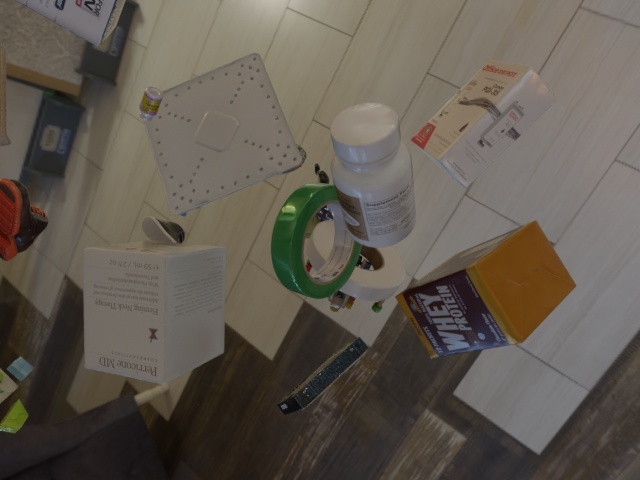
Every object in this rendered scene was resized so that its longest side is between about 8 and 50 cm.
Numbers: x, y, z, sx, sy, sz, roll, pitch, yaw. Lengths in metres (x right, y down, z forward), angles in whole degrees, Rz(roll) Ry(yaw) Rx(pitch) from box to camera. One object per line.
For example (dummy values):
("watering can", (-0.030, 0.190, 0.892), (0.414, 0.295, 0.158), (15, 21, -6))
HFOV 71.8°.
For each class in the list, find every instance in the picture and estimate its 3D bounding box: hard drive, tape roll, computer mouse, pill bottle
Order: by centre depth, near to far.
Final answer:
("pill bottle", (0.087, -0.103, 0.735), (0.131, 0.229, 0.131), (-8, 51, 10))
("pill bottle", (-0.430, -0.343, 1.118), (0.043, 0.043, 0.083), (52, 130, 13))
("tape roll", (0.000, 0.000, 1.242), (0.077, 0.321, 0.320), (13, 99, 39))
("hard drive", (0.009, 0.506, 1.643), (0.064, 0.339, 0.237), (50, 147, 8))
("tape roll", (0.136, 0.065, 1.671), (0.392, 0.392, 0.072), (39, 123, 18))
("computer mouse", (0.006, -0.267, 1.815), (0.041, 0.242, 0.071), (-7, 118, -4))

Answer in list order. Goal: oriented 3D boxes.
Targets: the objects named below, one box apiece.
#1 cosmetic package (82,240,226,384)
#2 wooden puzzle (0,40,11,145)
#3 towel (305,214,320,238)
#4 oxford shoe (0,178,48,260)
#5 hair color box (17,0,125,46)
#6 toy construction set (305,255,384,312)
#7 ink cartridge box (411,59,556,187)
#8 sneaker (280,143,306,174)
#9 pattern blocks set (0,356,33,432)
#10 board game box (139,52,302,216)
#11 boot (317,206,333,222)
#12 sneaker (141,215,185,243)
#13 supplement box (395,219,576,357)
("cosmetic package", (-0.540, 0.213, 1.479), (0.330, 0.327, 0.393), (4, 95, 20))
("wooden puzzle", (-0.820, -0.340, 1.046), (0.221, 0.044, 0.238), (0, 95, 26))
("towel", (-0.049, -0.061, 1.883), (0.148, 0.110, 0.027), (-109, 23, -44))
("oxford shoe", (-0.620, -0.055, 0.906), (0.096, 0.098, 0.271), (51, 136, -4))
("hair color box", (-0.476, -0.485, 0.679), (0.174, 0.348, 0.105), (-45, 31, 35))
("toy construction set", (0.050, 0.191, 1.727), (0.309, 0.257, 0.237), (15, 129, -17))
("ink cartridge box", (0.392, -0.297, 1.102), (0.117, 0.207, 0.283), (38, 105, -23))
("sneaker", (-0.158, -0.362, 1.795), (0.182, 0.410, 0.157), (-5, 90, 34))
("pattern blocks set", (-0.742, 0.302, 0.936), (0.026, 0.325, 0.285), (-37, 117, 0))
("board game box", (-0.291, -0.305, 1.274), (0.390, 0.050, 0.389), (-22, 74, 3))
("boot", (0.102, -0.146, 1.949), (0.264, 0.280, 0.096), (18, 63, -3))
("sneaker", (-0.587, 0.019, 1.793), (0.104, 0.147, 0.295), (-46, 71, 18))
("supplement box", (0.275, 0.087, 0.756), (0.129, 0.191, 0.194), (60, 146, 4))
